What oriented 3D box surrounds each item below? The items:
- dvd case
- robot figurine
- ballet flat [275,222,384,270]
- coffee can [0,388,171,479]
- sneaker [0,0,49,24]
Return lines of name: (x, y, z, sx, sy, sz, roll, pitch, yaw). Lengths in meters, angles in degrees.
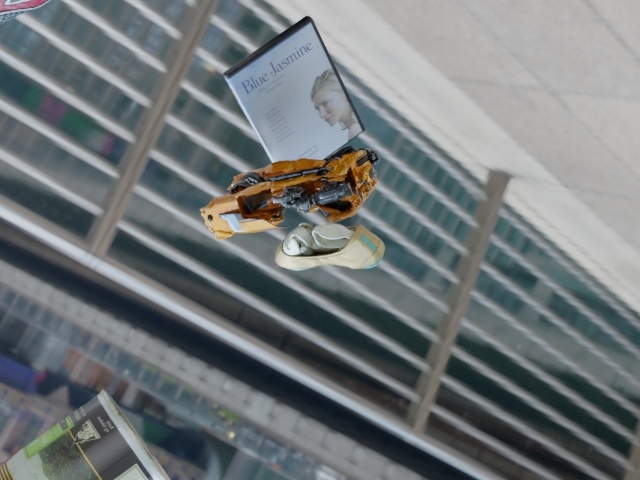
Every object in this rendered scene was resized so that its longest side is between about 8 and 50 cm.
dvd case: (-0.040, -0.239, 1.940, 0.022, 0.180, 0.253, 42, 165, 52)
robot figurine: (-0.037, -0.078, 1.820, 0.291, 0.211, 0.085, -8, 114, 28)
ballet flat: (0.000, 0.000, 1.720, 0.232, 0.080, 0.073, -2, 141, 45)
coffee can: (-0.329, 0.349, 1.408, 0.201, 0.275, 0.201, 51, 167, 17)
sneaker: (-0.297, -0.257, 1.014, 0.121, 0.299, 0.112, 60, 162, -12)
